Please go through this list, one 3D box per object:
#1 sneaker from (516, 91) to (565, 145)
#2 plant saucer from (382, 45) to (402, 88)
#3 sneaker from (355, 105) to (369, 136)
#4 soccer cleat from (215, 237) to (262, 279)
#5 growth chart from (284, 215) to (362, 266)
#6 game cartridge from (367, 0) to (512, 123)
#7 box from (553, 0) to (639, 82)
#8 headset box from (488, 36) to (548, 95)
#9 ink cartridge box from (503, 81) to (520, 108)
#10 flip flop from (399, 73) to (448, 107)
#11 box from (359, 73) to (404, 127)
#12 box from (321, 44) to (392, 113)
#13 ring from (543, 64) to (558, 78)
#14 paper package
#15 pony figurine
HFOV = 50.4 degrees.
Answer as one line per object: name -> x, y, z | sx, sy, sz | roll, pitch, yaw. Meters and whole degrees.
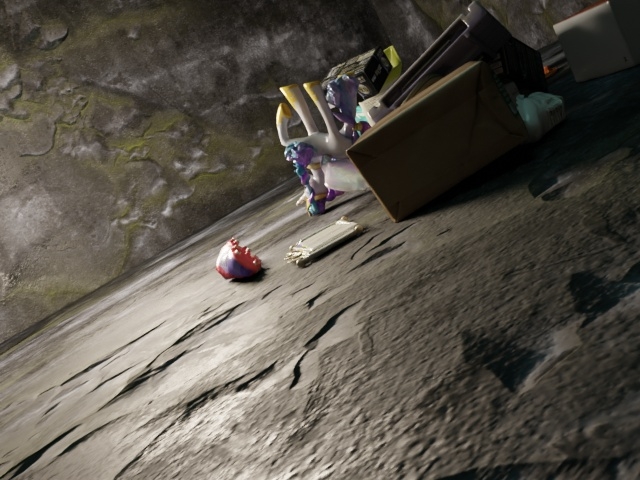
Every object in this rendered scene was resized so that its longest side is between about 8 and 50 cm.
sneaker -> 0.443, -0.254, 1.368 | 0.094, 0.090, 0.235 | -1, 25, 19
plant saucer -> 0.156, -0.478, 1.994 | 0.188, 0.045, 0.188 | -32, 28, 14
sneaker -> 0.134, -0.342, 2.193 | 0.109, 0.275, 0.107 | 2, -42, -15
soccer cleat -> -0.193, 0.057, 1.540 | 0.095, 0.083, 0.248 | -57, 16, 1
growth chart -> 0.000, 0.000, 1.419 | 0.171, 0.021, 0.237 | -29, 9, -4
game cartridge -> 0.296, -0.403, 1.660 | 0.355, 0.068, 0.230 | -44, -24, 24
box -> 0.806, -0.561, 1.705 | 0.345, 0.168, 0.215 | -30, 10, -14
headset box -> 0.457, -0.444, 1.875 | 0.246, 0.131, 0.283 | -16, -12, 40
ink cartridge box -> 0.399, -0.313, 1.756 | 0.212, 0.093, 0.154 | -21, 11, 47
flip flop -> 0.286, -0.328, 1.605 | 0.277, 0.080, 0.112 | -17, -26, -42
box -> 0.239, -0.365, 2.054 | 0.148, 0.232, 0.127 | -22, 12, 27
box -> 0.090, -0.440, 1.878 | 0.180, 0.078, 0.147 | -16, 33, 37
ring -> 0.657, -0.526, 2.365 | 0.336, 0.032, 0.336 | -26, 10, 5
paper package -> 0.228, -0.210, 1.357 | 0.309, 0.168, 0.325 | -33, 7, 16
pony figurine -> 0.049, -0.248, 1.805 | 0.350, 0.364, 0.303 | -5, 17, 30
